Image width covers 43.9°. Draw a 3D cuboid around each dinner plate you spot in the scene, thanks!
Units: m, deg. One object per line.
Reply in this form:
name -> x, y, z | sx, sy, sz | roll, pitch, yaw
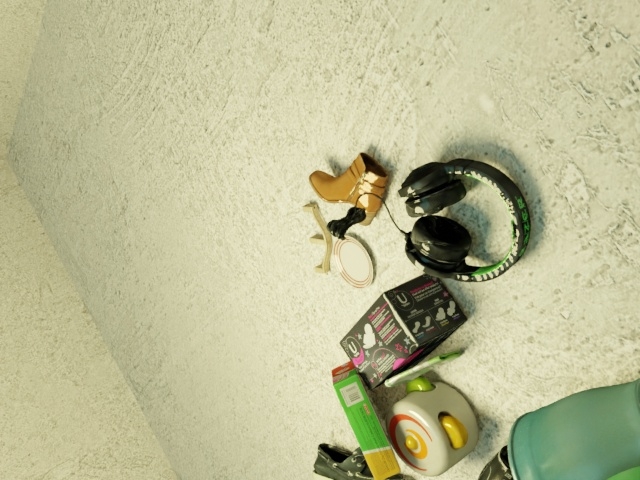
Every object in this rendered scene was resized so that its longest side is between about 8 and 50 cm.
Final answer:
dinner plate -> 0.082, 0.052, 1.941 | 0.141, 0.017, 0.141 | 28, 129, 41

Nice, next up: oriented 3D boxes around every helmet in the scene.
helmet -> 0.411, 0.536, 1.693 | 0.169, 0.169, 0.162 | 33, 116, 37

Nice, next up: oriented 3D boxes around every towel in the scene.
towel -> 0.229, 0.287, 1.768 | 0.152, 0.113, 0.023 | -31, 74, 31

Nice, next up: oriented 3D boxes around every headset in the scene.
headset -> 0.213, -0.035, 1.587 | 0.394, 0.185, 0.243 | 7, 115, 37

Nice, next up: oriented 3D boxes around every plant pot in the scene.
plant pot -> 0.516, 0.373, 1.389 | 0.255, 0.271, 0.272 | -45, 73, 38

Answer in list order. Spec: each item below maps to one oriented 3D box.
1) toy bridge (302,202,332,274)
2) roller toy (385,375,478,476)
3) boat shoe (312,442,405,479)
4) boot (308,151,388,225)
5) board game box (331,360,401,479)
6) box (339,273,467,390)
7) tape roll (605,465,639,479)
toy bridge -> 0.000, 0.000, 2.006 | 0.063, 0.026, 0.188 | 9, 116, 48
roller toy -> 0.254, 0.438, 1.832 | 0.209, 0.146, 0.191 | 32, 133, 36
boat shoe -> 0.102, 0.609, 2.148 | 0.340, 0.127, 0.113 | -7, 81, 55
boot -> 0.067, -0.142, 1.808 | 0.197, 0.073, 0.152 | 36, 137, 18
board game box -> 0.105, 0.429, 1.938 | 0.316, 0.064, 0.242 | 83, 163, -87
box -> 0.180, 0.201, 1.778 | 0.142, 0.163, 0.247 | 57, 144, 17
tape roll -> 0.567, 0.497, 1.273 | 0.321, 0.077, 0.321 | 3, 120, 5
